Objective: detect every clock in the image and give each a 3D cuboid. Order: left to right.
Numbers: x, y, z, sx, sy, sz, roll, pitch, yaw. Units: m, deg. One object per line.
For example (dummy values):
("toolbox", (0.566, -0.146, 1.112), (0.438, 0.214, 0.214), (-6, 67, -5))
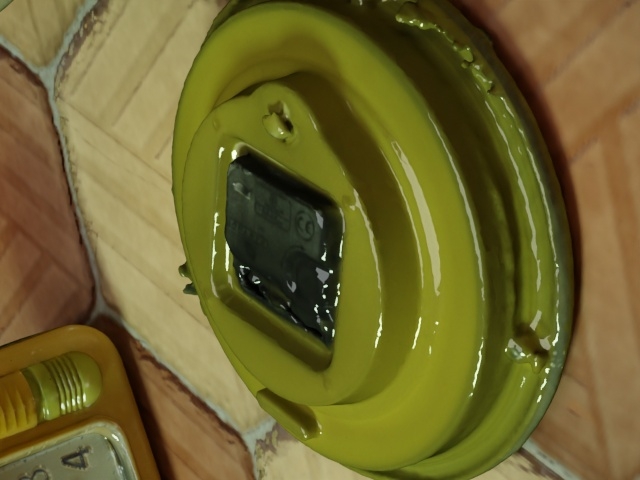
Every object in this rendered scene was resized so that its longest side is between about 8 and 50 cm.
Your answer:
("clock", (-0.159, 0.159, 0.770), (0.096, 0.143, 0.202), (-15, 94, 54))
("clock", (0.000, 0.000, 0.585), (0.237, 0.057, 0.237), (25, 124, 44))

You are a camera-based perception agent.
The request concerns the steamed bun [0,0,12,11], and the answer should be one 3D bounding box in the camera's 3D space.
("steamed bun", (-0.218, -0.228, 0.547), (0.374, 0.334, 0.334), (-35, 77, 46))
